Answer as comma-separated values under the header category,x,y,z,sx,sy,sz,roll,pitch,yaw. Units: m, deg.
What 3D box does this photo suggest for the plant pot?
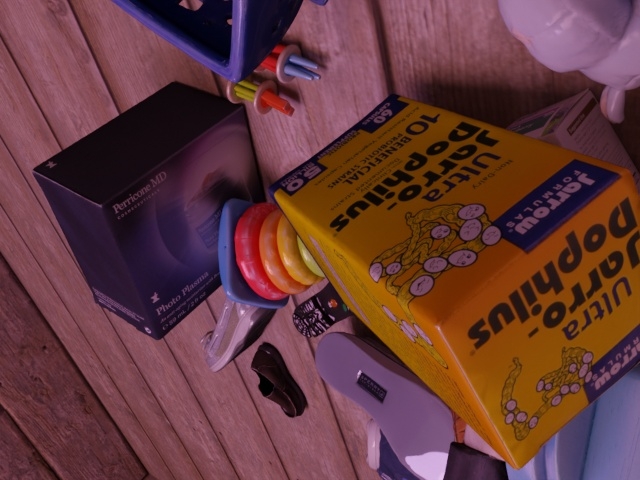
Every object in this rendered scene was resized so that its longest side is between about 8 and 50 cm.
category,x,y,z,sx,sy,sz,roll,pitch,yaw
plant pot,-0.097,-0.348,0.679,0.236,0.212,0.236,37,146,14

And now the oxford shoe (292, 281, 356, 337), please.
category,x,y,z,sx,sy,sz,roll,pitch,yaw
oxford shoe,0.056,0.084,1.106,0.227,0.096,0.083,-27,92,37

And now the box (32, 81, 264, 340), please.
category,x,y,z,sx,sy,sz,roll,pitch,yaw
box,-0.256,-0.052,1.095,0.182,0.296,0.294,23,141,32

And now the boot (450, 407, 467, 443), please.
category,x,y,z,sx,sy,sz,roll,pitch,yaw
boot,0.217,0.200,0.885,0.109,0.220,0.283,5,146,3

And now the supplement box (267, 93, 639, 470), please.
category,x,y,z,sx,sy,sz,roll,pitch,yaw
supplement box,0.126,0.011,0.666,0.195,0.194,0.356,57,171,-32

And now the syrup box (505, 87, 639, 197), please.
category,x,y,z,sx,sy,sz,roll,pitch,yaw
syrup box,0.287,-0.030,0.705,0.237,0.096,0.093,53,147,-13

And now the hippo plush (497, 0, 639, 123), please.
category,x,y,z,sx,sy,sz,roll,pitch,yaw
hippo plush,0.267,-0.221,0.476,0.294,0.235,0.236,10,176,-20

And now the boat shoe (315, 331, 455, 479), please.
category,x,y,z,sx,sy,sz,roll,pitch,yaw
boat shoe,0.157,0.281,1.141,0.367,0.156,0.136,32,106,40

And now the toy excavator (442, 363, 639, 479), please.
category,x,y,z,sx,sy,sz,roll,pitch,yaw
toy excavator,0.418,0.238,0.677,0.432,0.223,0.445,20,172,-31

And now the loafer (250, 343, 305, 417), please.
category,x,y,z,sx,sy,sz,roll,pitch,yaw
loafer,-0.111,0.346,1.563,0.080,0.078,0.220,3,128,46

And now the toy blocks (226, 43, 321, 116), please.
category,x,y,z,sx,sy,sz,roll,pitch,yaw
toy blocks,-0.064,-0.223,0.922,0.148,0.054,0.123,27,142,25

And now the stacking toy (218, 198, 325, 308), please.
category,x,y,z,sx,sy,sz,roll,pitch,yaw
stacking toy,0.000,0.000,1.029,0.301,0.165,0.175,-13,73,34

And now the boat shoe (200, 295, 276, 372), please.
category,x,y,z,sx,sy,sz,roll,pitch,yaw
boat shoe,-0.195,0.194,1.469,0.103,0.118,0.320,47,144,9

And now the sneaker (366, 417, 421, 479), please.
category,x,y,z,sx,sy,sz,roll,pitch,yaw
sneaker,0.208,0.474,1.328,0.236,0.130,0.323,15,142,52
